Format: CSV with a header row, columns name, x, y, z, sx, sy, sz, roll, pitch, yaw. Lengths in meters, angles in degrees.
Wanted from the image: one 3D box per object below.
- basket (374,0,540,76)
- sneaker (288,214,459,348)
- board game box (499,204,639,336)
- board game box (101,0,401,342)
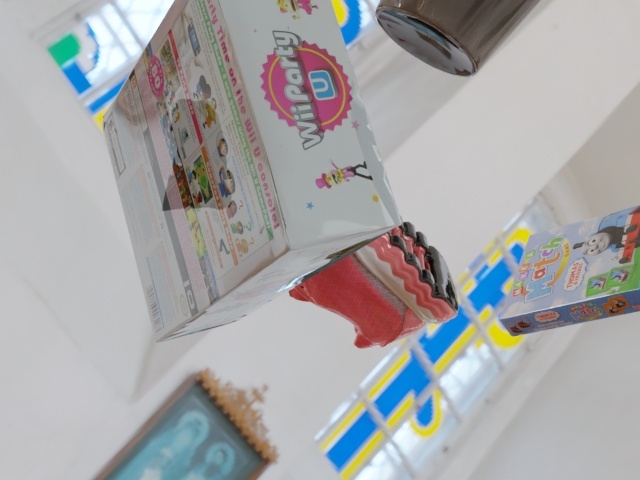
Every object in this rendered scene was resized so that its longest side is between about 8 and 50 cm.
name,x,y,z,sx,sy,sz,roll,pitch,yaw
basket,0.171,-0.302,1.119,0.204,0.227,0.154,31,-6,4
sneaker,0.000,0.001,1.030,0.136,0.116,0.314,-35,-66,20
board game box,0.334,0.033,1.285,0.211,0.160,0.039,-19,-59,41
board game box,-0.076,-0.062,0.851,0.303,0.098,0.224,-33,-109,60
